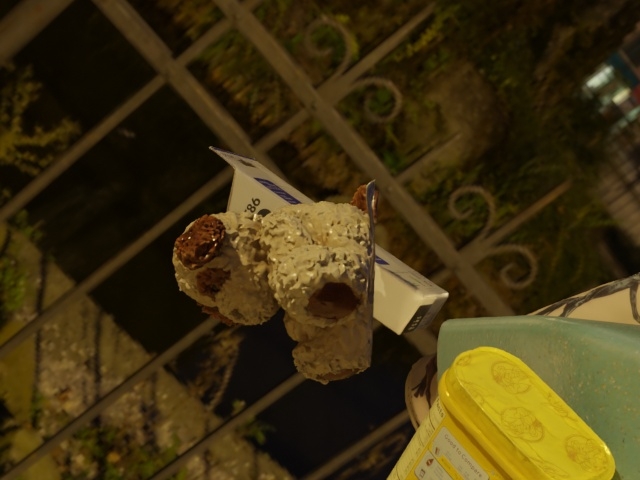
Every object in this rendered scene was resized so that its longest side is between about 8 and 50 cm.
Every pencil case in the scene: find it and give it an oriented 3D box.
[{"bbox_3d":[0.307,0.158,1.275,0.183,0.410,0.160,60,33,-4],"label":"pencil case"}]

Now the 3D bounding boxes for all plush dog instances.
[{"bbox_3d":[-0.053,0.025,1.214,0.262,0.225,0.211,81,12,-63],"label":"plush dog"}]

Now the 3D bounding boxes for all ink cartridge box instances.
[{"bbox_3d":[0.000,0.000,1.390,0.332,0.065,0.165,36,9,16],"label":"ink cartridge box"}]

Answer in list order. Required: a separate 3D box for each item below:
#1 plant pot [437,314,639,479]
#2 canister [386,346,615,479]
[{"bbox_3d":[0.249,0.175,0.828,0.247,0.252,0.248,7,77,-17],"label":"plant pot"},{"bbox_3d":[0.108,0.177,0.759,0.073,0.170,0.126,-11,48,-44],"label":"canister"}]
